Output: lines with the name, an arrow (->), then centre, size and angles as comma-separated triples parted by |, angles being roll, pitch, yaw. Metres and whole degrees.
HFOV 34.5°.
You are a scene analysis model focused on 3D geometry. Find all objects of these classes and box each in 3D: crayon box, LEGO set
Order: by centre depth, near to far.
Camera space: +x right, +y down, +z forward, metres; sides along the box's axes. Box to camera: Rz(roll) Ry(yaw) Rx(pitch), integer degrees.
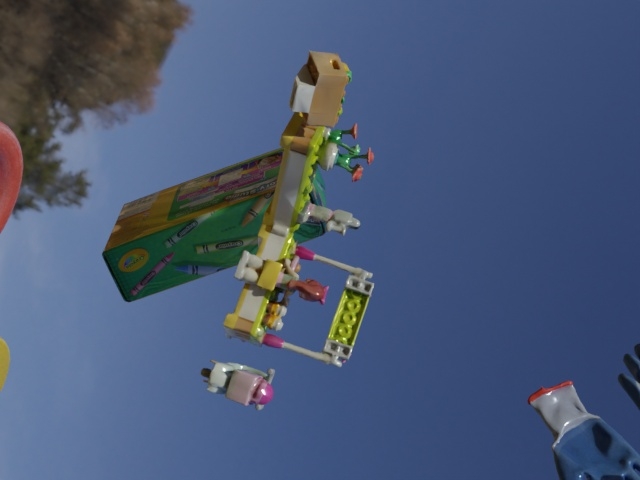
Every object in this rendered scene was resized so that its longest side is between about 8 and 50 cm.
LEGO set -> 0.000, 0.000, 0.834 | 0.132, 0.107, 0.287 | -30, 139, -84
crayon box -> -0.134, -0.029, 1.358 | 0.278, 0.081, 0.165 | -19, -157, 8

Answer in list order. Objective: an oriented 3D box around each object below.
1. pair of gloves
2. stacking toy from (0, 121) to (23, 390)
pair of gloves -> 0.299, 0.178, 0.955 | 0.159, 0.198, 0.023 | 60, -19, 28
stacking toy -> -0.313, 0.046, 0.580 | 0.279, 0.130, 0.309 | -40, 158, -48
